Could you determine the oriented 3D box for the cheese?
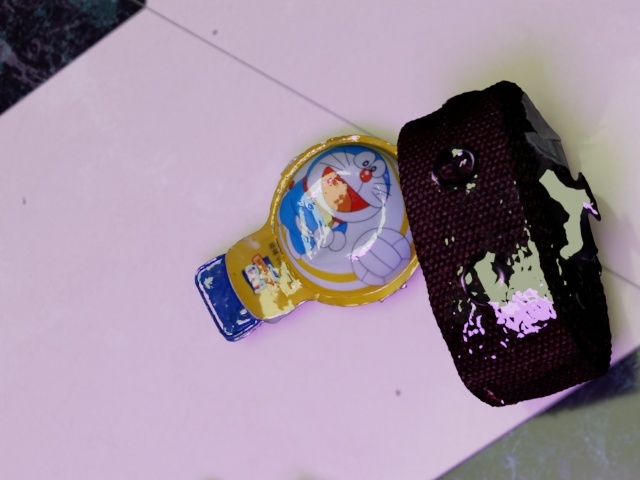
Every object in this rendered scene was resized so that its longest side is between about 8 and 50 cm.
[{"bbox_3d":[0.000,0.000,1.761,0.270,0.069,0.177,-33,72,12],"label":"cheese"}]

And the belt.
[{"bbox_3d":[0.182,-0.001,1.633,0.164,0.184,0.289,-21,75,24],"label":"belt"}]
